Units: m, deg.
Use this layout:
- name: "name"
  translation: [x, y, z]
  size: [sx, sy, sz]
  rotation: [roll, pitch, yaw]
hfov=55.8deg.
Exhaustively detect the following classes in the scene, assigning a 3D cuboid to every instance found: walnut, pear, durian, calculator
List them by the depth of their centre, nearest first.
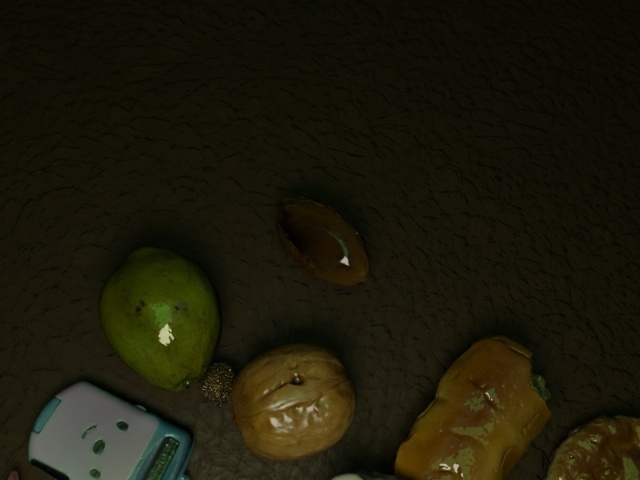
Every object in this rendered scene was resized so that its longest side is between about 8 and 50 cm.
- name: "walnut"
  translation: [-0.047, 0.278, 1.055]
  size: [0.221, 0.195, 0.195]
  rotation: [-12, 71, -18]
- name: "calculator"
  translation: [-0.361, 0.365, 1.058]
  size: [0.293, 0.051, 0.173]
  rotation: [25, 60, 4]
- name: "pear"
  translation: [-0.278, 0.135, 1.077]
  size: [0.212, 0.212, 0.269]
  rotation: [-18, 66, -11]
- name: "durian"
  translation: [-0.183, 0.267, 1.101]
  size: [0.080, 0.080, 0.091]
  rotation: [-6, 44, -7]
- name: "walnut"
  translation: [0.000, 0.000, 1.190]
  size: [0.245, 0.137, 0.137]
  rotation: [35, 71, 15]

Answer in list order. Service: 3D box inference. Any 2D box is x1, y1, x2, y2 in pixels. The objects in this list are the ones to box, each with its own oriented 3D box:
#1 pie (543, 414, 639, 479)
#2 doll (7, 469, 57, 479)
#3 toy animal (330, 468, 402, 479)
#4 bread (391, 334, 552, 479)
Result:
- name: "pie"
  translation: [0.565, 0.481, 1.101]
  size: [0.339, 0.083, 0.340]
  rotation: [1, 72, -4]
- name: "doll"
  translation: [-0.518, 0.489, 0.980]
  size: [0.262, 0.093, 0.211]
  rotation: [-32, 70, -33]
- name: "toy animal"
  translation: [0.097, 0.503, 0.925]
  size: [0.249, 0.174, 0.289]
  rotation: [23, 52, -4]
- name: "bread"
  translation: [0.278, 0.334, 1.086]
  size: [0.195, 0.149, 0.344]
  rotation: [37, 71, 7]
